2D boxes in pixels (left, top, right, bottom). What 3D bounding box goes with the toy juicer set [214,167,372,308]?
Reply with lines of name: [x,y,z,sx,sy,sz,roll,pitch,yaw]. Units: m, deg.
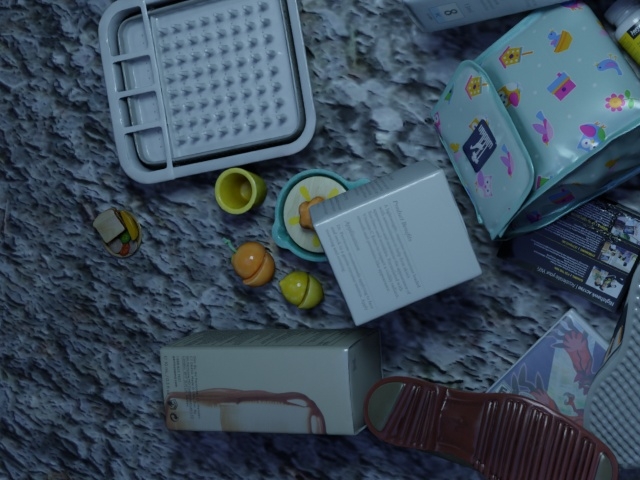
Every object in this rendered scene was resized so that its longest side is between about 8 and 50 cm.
toy juicer set: [0.000,0.000,1.506,0.329,0.089,0.209,2,94,21]

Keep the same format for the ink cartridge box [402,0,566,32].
ink cartridge box: [0.290,-0.445,1.284,0.385,0.091,0.308,-9,64,27]

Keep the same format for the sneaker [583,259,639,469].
sneaker: [0.430,0.141,1.321,0.126,0.127,0.321,23,121,21]

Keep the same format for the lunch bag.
lunch bag: [0.282,-0.150,1.326,0.262,0.160,0.223,-34,63,20]

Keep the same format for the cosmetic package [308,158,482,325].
cosmetic package: [0.097,-0.002,1.393,0.183,0.151,0.151,-22,101,1]

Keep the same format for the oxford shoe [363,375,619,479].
oxford shoe: [0.238,0.264,1.413,0.348,0.130,0.123,18,84,25]

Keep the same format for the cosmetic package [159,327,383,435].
cosmetic package: [-0.068,0.203,1.516,0.296,0.153,0.129,-3,95,23]

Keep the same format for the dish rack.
dish rack: [-0.163,-0.246,1.561,0.332,0.072,0.286,-9,90,22]

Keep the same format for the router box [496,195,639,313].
router box: [0.345,-0.001,1.393,0.179,0.046,0.133,27,104,18]

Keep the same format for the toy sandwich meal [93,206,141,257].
toy sandwich meal: [-0.326,-0.013,1.664,0.085,0.029,0.086,2,95,21]

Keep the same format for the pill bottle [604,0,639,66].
pill bottle: [0.421,-0.263,1.334,0.065,0.065,0.116,-42,78,19]

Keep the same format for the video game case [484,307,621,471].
video game case: [0.353,0.226,1.419,0.201,0.023,0.183,46,108,13]
